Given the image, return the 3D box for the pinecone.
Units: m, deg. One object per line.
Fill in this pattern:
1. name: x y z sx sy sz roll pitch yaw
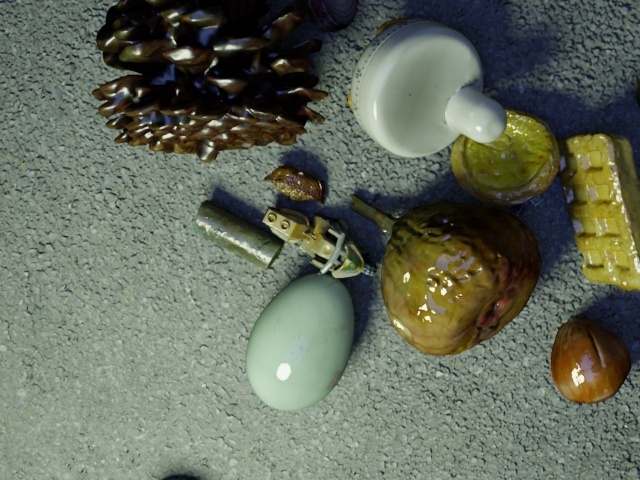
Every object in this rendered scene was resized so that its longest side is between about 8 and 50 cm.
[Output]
1. pinecone: -0.174 -0.306 1.777 0.398 0.398 0.397 2 100 9

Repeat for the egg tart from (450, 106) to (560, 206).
1. egg tart: 0.320 -0.136 1.850 0.191 0.074 0.191 -8 65 17

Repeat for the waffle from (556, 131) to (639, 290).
1. waffle: 0.485 -0.052 1.817 0.057 0.168 0.274 -18 96 -19

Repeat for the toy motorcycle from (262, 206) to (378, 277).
1. toy motorcycle: 0.000 0.001 1.925 0.229 0.130 0.094 29 102 4

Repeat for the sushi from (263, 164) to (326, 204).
1. sushi: -0.044 -0.098 1.950 0.118 0.061 0.060 23 91 4

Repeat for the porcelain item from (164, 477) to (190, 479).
1. porcelain item: -0.283 0.540 2.077 0.147 0.114 0.147 2 99 10

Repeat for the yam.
1. yam: -0.152 -0.009 1.982 0.169 0.068 0.068 29 103 2

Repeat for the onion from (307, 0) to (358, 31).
1. onion: 0.005 -0.459 1.862 0.098 0.151 0.205 -6 85 43

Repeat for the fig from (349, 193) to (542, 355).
1. fig: 0.181 0.012 1.859 0.369 0.286 0.286 42 105 25

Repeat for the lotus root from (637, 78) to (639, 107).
1. lotus root: 0.591 -0.294 1.794 0.080 0.089 0.179 37 112 34

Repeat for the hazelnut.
1. hazelnut: 0.460 0.210 1.874 0.150 0.150 0.150 2 100 9

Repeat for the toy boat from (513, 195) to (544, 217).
1. toy boat: 0.374 -0.073 1.896 0.038 0.038 0.083 41 104 1

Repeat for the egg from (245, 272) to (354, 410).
1. egg: -0.033 0.182 1.937 0.183 0.183 0.264 24 99 5

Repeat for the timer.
1. timer: 0.176 -0.247 1.796 0.234 0.240 0.233 -15 122 -25
